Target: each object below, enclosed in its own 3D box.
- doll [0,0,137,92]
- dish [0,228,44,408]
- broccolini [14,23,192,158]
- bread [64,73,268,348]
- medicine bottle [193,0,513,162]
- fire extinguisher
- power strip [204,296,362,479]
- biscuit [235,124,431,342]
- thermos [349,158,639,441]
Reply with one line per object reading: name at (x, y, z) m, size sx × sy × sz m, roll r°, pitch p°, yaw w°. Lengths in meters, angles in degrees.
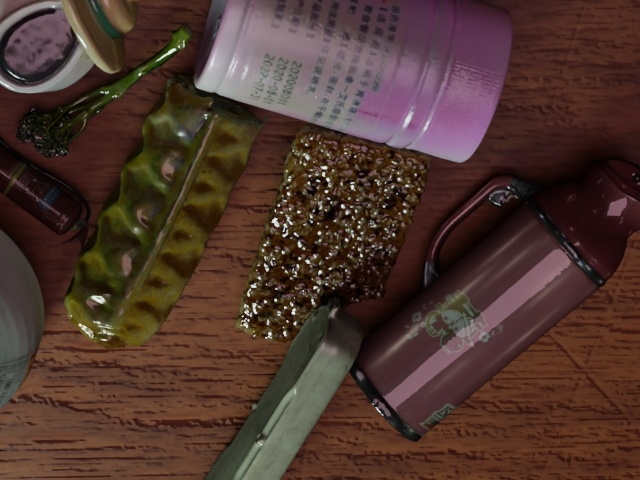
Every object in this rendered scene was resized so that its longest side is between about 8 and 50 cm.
doll at (-0.287, -0.156, 1.725) m, size 0.208 × 0.144 × 0.271 m, roll 27°, pitch 101°, yaw 8°
dish at (-0.390, 0.097, 1.746) m, size 0.273 × 0.134 × 0.273 m, roll -1°, pitch 124°, yaw -2°
broccolini at (-0.192, -0.140, 1.767) m, size 0.194 × 0.052 × 0.054 m, roll -36°, pitch 92°, yaw 13°
bread at (-0.150, -0.020, 1.792) m, size 0.098 × 0.087 × 0.269 m, roll 16°, pitch 108°, yaw -40°
medicine bottle at (0.029, -0.172, 1.729) m, size 0.254 × 0.152 × 0.152 m, roll 16°, pitch 105°, yaw -11°
fire extinguisher at (-0.262, -0.042, 1.790) m, size 0.132 × 0.056 × 0.039 m, roll 36°, pitch 145°, yaw -3°
power strip at (-0.042, 0.176, 1.856) m, size 0.048 × 0.080 × 0.286 m, roll 24°, pitch 110°, yaw -19°
biscuit at (0.010, 0.007, 1.819) m, size 0.131 × 0.026 × 0.236 m, roll 14°, pitch 120°, yaw -8°
thermos at (0.175, 0.036, 1.844) m, size 0.330 × 0.136 × 0.109 m, roll -41°, pitch 134°, yaw 8°
